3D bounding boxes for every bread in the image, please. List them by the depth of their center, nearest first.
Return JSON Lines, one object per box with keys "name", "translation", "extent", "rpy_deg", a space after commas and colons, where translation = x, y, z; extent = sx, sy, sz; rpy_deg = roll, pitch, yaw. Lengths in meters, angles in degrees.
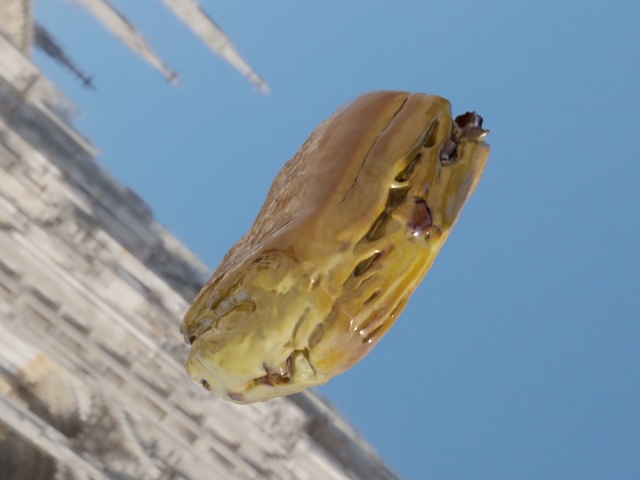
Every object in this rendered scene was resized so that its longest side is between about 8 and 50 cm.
{"name": "bread", "translation": [0.000, 0.000, 1.040], "extent": [0.210, 0.099, 0.235], "rpy_deg": [-56, -168, -26]}
